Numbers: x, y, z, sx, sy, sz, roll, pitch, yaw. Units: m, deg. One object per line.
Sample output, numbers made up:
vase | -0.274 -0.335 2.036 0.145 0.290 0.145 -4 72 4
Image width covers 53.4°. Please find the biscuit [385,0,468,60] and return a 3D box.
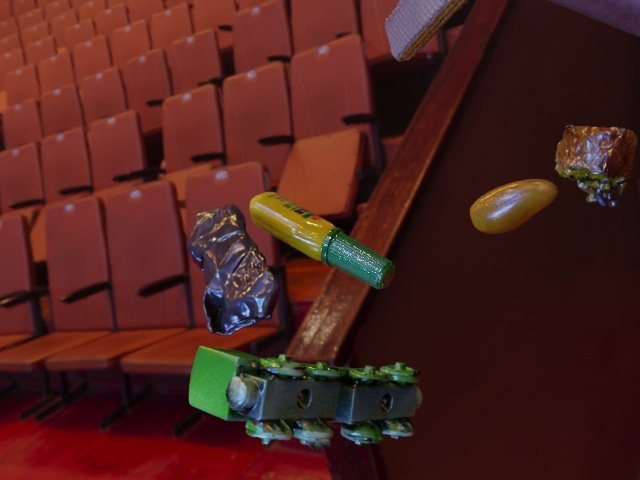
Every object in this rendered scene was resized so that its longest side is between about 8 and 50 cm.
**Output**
biscuit | 0.192 -0.425 1.178 0.054 0.094 0.378 -12 2 -8

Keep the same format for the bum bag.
bum bag | -0.158 0.037 1.038 0.142 0.079 0.326 -49 37 10

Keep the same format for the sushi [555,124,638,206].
sushi | 0.663 -0.185 1.549 0.166 0.179 0.296 13 4 -17

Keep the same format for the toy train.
toy train | -0.003 0.151 0.632 0.119 0.085 0.251 4 -9 45

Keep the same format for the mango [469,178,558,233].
mango | 0.391 -0.071 1.301 0.184 0.085 0.102 -24 -39 37

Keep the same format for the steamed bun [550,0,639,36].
steamed bun | 0.377 -0.422 0.781 0.251 0.301 0.199 11 18 -16

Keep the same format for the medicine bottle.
medicine bottle | 0.000 0.000 1.174 0.308 0.076 0.111 31 12 28
